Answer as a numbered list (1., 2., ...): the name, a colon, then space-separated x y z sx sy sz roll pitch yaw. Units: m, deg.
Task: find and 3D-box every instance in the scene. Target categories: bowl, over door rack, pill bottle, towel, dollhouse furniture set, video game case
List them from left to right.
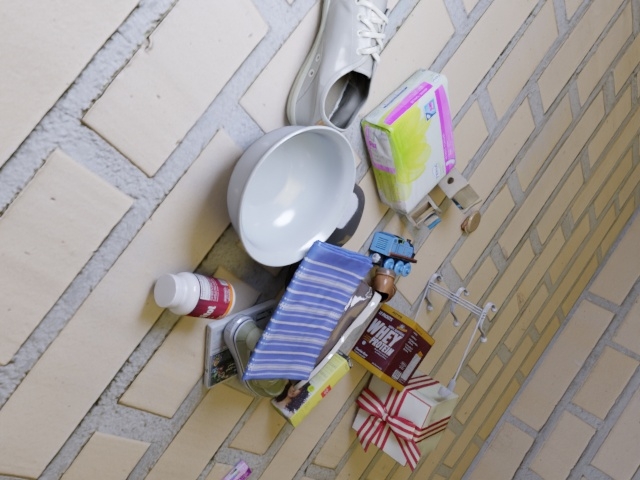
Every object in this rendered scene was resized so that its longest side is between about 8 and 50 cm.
1. pill bottle: -0.248 0.108 1.194 0.152 0.086 0.086 18 100 -52
2. video game case: -0.185 0.238 1.408 0.190 0.022 0.173 -19 127 -42
3. bowl: -0.079 -0.106 1.198 0.298 0.134 0.297 -29 135 -33
4. towel: -0.020 0.165 1.332 0.243 0.040 0.336 20 100 -57
5. dollhouse furniture set: 0.323 -0.121 1.691 0.184 0.129 0.129 -40 146 14
6. over door rack: 0.394 0.298 1.938 0.108 0.239 0.324 23 96 -47

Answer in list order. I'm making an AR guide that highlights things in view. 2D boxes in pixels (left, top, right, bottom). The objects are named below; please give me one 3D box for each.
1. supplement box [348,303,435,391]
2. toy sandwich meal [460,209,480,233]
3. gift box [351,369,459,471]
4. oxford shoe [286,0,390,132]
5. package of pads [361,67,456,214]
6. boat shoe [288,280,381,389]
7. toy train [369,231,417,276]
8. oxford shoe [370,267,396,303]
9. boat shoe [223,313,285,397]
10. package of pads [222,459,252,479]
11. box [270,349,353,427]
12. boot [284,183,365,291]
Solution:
1. supplement box: 0.220 0.326 1.844 0.194 0.129 0.191 -55 143 -6
2. toy sandwich meal: 0.493 -0.062 1.982 0.086 0.029 0.085 -27 128 -40
3. gift box: 0.273 0.583 1.977 0.258 0.255 0.276 7 102 -53
4. oxford shoe: 0.073 -0.406 1.184 0.169 0.130 0.449 10 105 -50
5. package of pads: 0.225 -0.233 1.494 0.229 0.101 0.296 -44 140 -20
6. boat shoe: 0.018 0.233 1.544 0.324 0.097 0.116 -48 -178 -11
7. toy train: 0.205 0.038 1.677 0.184 0.080 0.105 14 97 -52
8. oxford shoe: 0.167 0.142 1.666 0.212 0.076 0.076 72 32 -68
9. boat shoe: -0.136 0.289 1.400 0.109 0.094 0.302 -44 141 -20
10. package of pads: -0.225 0.635 1.621 0.083 0.032 0.050 -43 143 -21
11. box: -0.021 0.389 1.645 0.232 0.087 0.058 -43 140 -23
12. boot: 0.000 0.000 1.412 0.305 0.112 0.115 -61 -174 -5
